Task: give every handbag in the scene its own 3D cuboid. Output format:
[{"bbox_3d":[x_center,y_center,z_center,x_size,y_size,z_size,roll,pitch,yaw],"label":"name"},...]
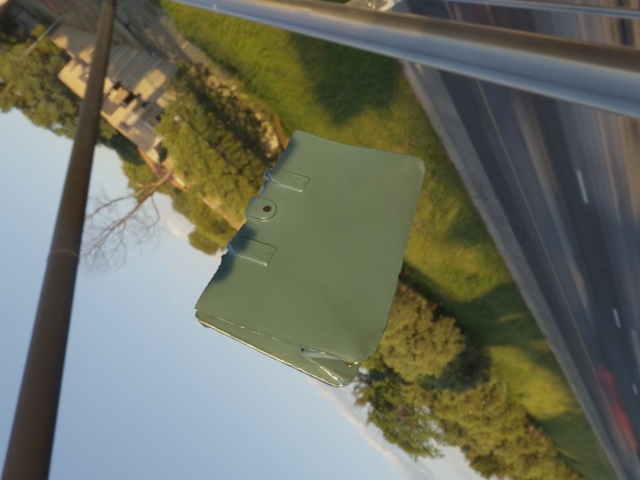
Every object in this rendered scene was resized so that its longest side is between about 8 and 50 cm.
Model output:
[{"bbox_3d":[0.000,0.000,0.426,0.144,0.221,0.057,20,145,4],"label":"handbag"}]
